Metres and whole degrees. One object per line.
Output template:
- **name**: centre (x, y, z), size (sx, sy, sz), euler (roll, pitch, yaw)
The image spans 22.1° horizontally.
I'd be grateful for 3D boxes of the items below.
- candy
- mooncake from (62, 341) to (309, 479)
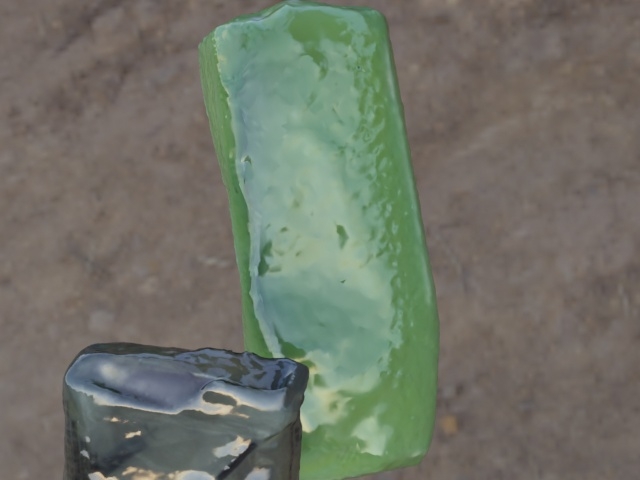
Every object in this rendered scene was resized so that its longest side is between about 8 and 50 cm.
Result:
- **candy**: centre (0.000, 0.000, 1.166), size (0.142, 0.343, 0.132), euler (-8, 2, -20)
- **mooncake**: centre (-0.074, 0.113, 0.874), size (0.130, 0.125, 0.073), euler (9, 14, 4)
